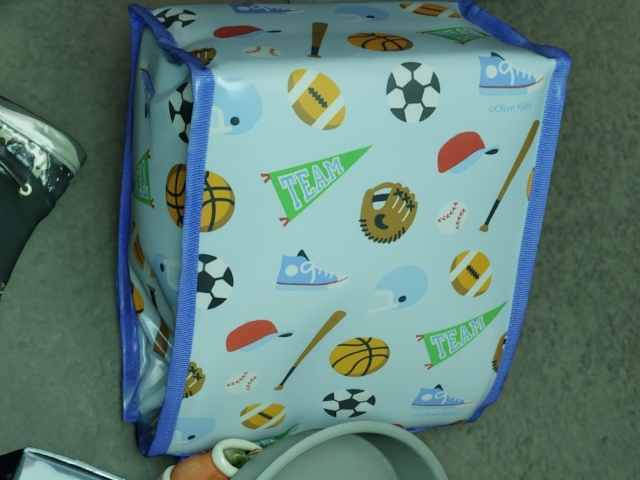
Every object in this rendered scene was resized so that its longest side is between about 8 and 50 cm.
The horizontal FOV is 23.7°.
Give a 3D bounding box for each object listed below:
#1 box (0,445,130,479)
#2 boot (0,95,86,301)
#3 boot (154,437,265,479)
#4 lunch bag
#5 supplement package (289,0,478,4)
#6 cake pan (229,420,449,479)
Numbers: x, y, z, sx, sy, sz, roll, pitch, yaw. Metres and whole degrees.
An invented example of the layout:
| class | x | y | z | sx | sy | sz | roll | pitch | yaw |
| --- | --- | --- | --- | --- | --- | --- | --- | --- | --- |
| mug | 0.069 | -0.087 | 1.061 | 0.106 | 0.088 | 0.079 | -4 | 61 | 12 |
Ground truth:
| class | x | y | z | sx | sy | sz | roll | pitch | yaw |
| --- | --- | --- | --- | --- | --- | --- | --- | --- | --- |
| box | -0.218 | 0.343 | 1.124 | 0.179 | 0.312 | 0.343 | 23 | 73 | -15 |
| boot | -0.335 | -0.052 | 1.275 | 0.236 | 0.085 | 0.178 | 27 | 75 | -14 |
| boot | -0.056 | 0.213 | 1.304 | 0.158 | 0.085 | 0.059 | 23 | 37 | -43 |
| lunch bag | 0.000 | 0.000 | 1.292 | 0.328 | 0.239 | 0.385 | -5 | 115 | -19 |
| supplement package | 0.110 | -0.310 | 1.410 | 0.262 | 0.204 | 0.145 | -9 | 83 | -20 |
| cake pan | -0.002 | 0.288 | 1.286 | 0.293 | 0.054 | 0.293 | -11 | 107 | -39 |
